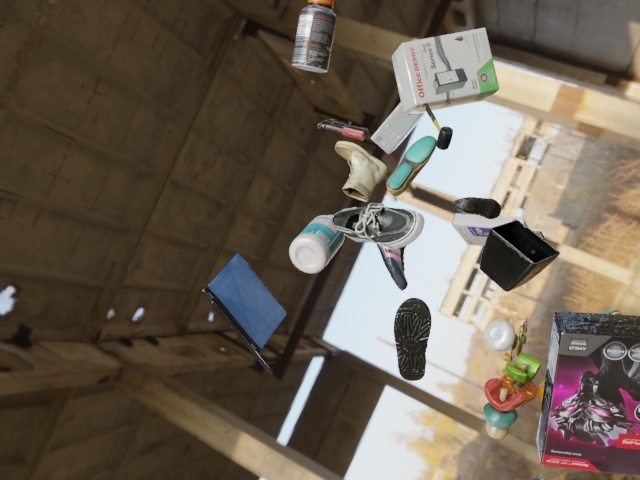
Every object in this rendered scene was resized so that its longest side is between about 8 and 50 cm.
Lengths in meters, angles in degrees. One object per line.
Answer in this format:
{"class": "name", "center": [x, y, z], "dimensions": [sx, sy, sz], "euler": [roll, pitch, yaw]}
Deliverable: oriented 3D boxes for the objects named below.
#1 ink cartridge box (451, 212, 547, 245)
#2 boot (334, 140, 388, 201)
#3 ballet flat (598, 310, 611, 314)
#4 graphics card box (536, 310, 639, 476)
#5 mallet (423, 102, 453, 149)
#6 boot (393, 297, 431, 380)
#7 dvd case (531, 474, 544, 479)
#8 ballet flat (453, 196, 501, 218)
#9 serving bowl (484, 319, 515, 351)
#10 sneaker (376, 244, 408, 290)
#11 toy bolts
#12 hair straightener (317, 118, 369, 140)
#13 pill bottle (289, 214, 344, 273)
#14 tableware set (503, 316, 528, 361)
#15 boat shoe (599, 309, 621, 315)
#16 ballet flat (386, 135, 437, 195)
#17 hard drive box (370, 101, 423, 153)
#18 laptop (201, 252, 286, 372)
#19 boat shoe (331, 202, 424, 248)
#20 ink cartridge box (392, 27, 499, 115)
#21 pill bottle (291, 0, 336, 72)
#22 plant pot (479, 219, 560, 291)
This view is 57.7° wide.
{"class": "ink cartridge box", "center": [0.720, -0.030, 2.291], "dimensions": [0.176, 0.371, 0.069], "euler": [41, -113, -43]}
{"class": "boot", "center": [0.116, -0.248, 2.072], "dimensions": [0.165, 0.213, 0.077], "euler": [-56, -4, -22]}
{"class": "ballet flat", "center": [1.049, 0.403, 2.074], "dimensions": [0.348, 0.123, 0.123], "euler": [-65, -15, -47]}
{"class": "graphics card box", "center": [0.605, 0.333, 1.243], "dimensions": [0.094, 0.232, 0.371], "euler": [-63, -26, -62]}
{"class": "mallet", "center": [0.332, -0.331, 1.678], "dimensions": [0.190, 0.039, 0.062], "euler": [-108, 17, -50]}
{"class": "boot", "center": [0.344, 0.317, 2.167], "dimensions": [0.260, 0.131, 0.348], "euler": [-64, -22, -61]}
{"class": "dvd case", "center": [0.379, 0.504, 1.093], "dimensions": [0.119, 0.013, 0.087], "euler": [-14, -70, -30]}
{"class": "ballet flat", "center": [0.437, -0.095, 1.596], "dimensions": [0.173, 0.049, 0.057], "euler": [9, -81, -36]}
{"class": "serving bowl", "center": [0.466, 0.247, 1.521], "dimensions": [0.027, 0.083, 0.083], "euler": [27, -94, -43]}
{"class": "sneaker", "center": [0.303, 0.037, 2.302], "dimensions": [0.131, 0.319, 0.112], "euler": [-21, -9, -2]}
{"class": "toy bolts", "center": [0.541, 0.446, 1.550], "dimensions": [0.228, 0.218, 0.159], "euler": [-18, -57, -35]}
{"class": "hair straightener", "center": [0.094, -0.453, 2.357], "dimensions": [0.089, 0.230, 0.047], "euler": [-40, -45, -48]}
{"class": "pill bottle", "center": [0.000, 0.000, 2.132], "dimensions": [0.264, 0.146, 0.146], "euler": [-49, -26, -55]}
{"class": "tableware set", "center": [0.565, 0.295, 1.683], "dimensions": [0.154, 0.024, 0.104], "euler": [-37, -51, -45]}
{"class": "boat shoe", "center": [0.975, 0.280, 2.022], "dimensions": [0.152, 0.056, 0.049], "euler": [-53, 32, 41]}
{"class": "ballet flat", "center": [0.292, -0.239, 1.870], "dimensions": [0.232, 0.080, 0.073], "euler": [-49, -26, -8]}
{"class": "hard drive box", "center": [0.301, -0.436, 2.104], "dimensions": [0.232, 0.089, 0.181], "euler": [-50, -2, 21]}
{"class": "laptop", "center": [-0.285, 0.289, 2.439], "dimensions": [0.236, 0.382, 0.408], "euler": [-40, 16, -11]}
{"class": "boat shoe", "center": [0.148, -0.052, 1.603], "dimensions": [0.105, 0.306, 0.113], "euler": [25, -98, -35]}
{"class": "ink cartridge box", "center": [0.400, -0.541, 1.872], "dimensions": [0.121, 0.289, 0.211], "euler": [162, 94, -82]}
{"class": "pill bottle", "center": [-0.016, -0.716, 2.004], "dimensions": [0.130, 0.130, 0.246], "euler": [-12, -65, -65]}
{"class": "plant pot", "center": [0.653, 0.063, 1.963], "dimensions": [0.188, 0.187, 0.167], "euler": [-13, -43, -43]}
